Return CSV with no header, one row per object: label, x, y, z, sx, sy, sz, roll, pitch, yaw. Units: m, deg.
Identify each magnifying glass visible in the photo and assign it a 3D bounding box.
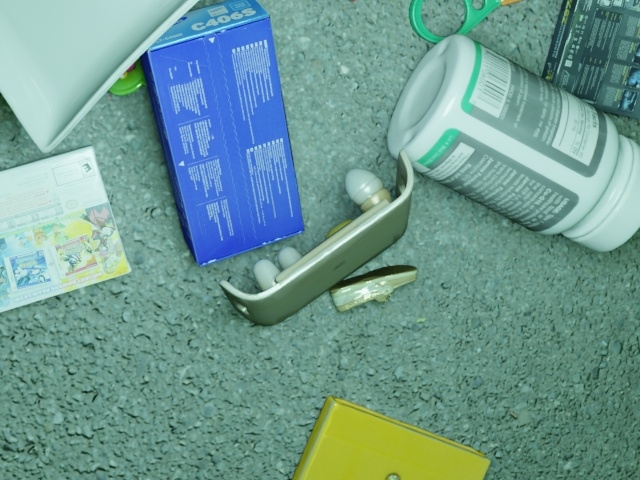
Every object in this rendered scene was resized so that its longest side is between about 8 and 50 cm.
magnifying glass,0.241,-0.356,1.755,0.231,0.026,0.092,-17,102,-10

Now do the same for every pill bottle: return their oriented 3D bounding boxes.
pill bottle,0.297,-0.131,1.708,0.361,0.204,0.204,26,91,-17

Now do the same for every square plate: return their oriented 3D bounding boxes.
square plate,-0.319,-0.346,1.471,0.344,0.049,0.347,-41,77,23

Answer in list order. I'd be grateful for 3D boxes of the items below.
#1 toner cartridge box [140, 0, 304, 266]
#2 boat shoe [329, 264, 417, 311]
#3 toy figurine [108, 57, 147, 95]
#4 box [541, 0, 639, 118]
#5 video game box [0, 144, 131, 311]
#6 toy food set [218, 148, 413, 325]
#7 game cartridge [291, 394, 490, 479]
toner cartridge box,-0.129,-0.141,1.587,0.165,0.075,0.347,-19,129,-14
boat shoe,0.082,0.072,1.766,0.135,0.050,0.045,-15,105,-2
toy figurine,-0.249,-0.288,1.553,0.173,0.130,0.159,-25,141,12
box,0.448,-0.309,1.781,0.184,0.059,0.232,9,106,-15
video game box,-0.386,-0.015,1.627,0.205,0.048,0.187,-17,100,-11
toy food set,0.000,0.000,1.652,0.306,0.219,0.092,-35,78,-6
game cartridge,0.074,0.432,1.821,0.285,0.053,0.323,23,94,-17
